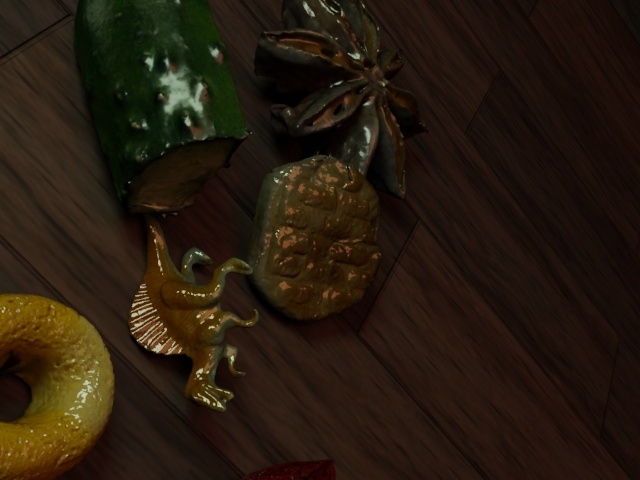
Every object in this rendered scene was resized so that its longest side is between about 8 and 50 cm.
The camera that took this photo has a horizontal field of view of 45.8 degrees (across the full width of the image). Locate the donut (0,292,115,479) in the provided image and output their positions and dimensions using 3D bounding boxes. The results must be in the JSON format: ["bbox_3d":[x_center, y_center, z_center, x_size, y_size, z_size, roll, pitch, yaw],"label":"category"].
[{"bbox_3d":[-0.251,0.123,0.609,0.190,0.074,0.174,6,66,-43],"label":"donut"}]

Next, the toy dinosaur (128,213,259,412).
[{"bbox_3d":[-0.146,0.066,0.767,0.212,0.057,0.142,32,62,10],"label":"toy dinosaur"}]

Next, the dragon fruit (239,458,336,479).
[{"bbox_3d":[-0.050,0.282,0.731,0.162,0.083,0.107,-14,99,-64],"label":"dragon fruit"}]

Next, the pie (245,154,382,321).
[{"bbox_3d":[0.000,0.000,0.886,0.195,0.046,0.195,-5,99,-31],"label":"pie"}]

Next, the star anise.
[{"bbox_3d":[0.029,-0.197,1.009,0.331,0.117,0.332,29,50,-41],"label":"star anise"}]

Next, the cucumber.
[{"bbox_3d":[-0.183,-0.198,0.781,0.105,0.145,0.326,5,58,-42],"label":"cucumber"}]
